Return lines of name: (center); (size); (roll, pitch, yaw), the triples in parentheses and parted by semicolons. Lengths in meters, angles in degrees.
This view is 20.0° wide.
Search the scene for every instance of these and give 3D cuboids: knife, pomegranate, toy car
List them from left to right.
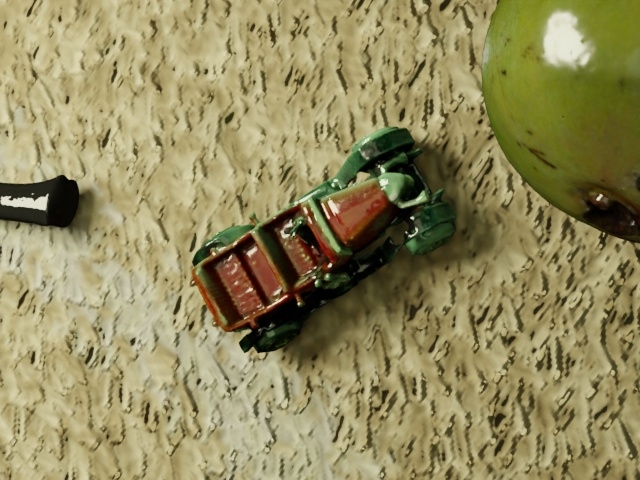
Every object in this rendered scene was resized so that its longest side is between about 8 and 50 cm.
knife: (-0.246, -0.042, 1.086); (0.230, 0.028, 0.060); (4, 76, 23)
toy car: (0.000, 0.000, 0.975); (0.143, 0.054, 0.073); (-32, 78, 16)
pomegranate: (0.165, -0.099, 0.870); (0.179, 0.179, 0.211); (-11, 63, 19)
